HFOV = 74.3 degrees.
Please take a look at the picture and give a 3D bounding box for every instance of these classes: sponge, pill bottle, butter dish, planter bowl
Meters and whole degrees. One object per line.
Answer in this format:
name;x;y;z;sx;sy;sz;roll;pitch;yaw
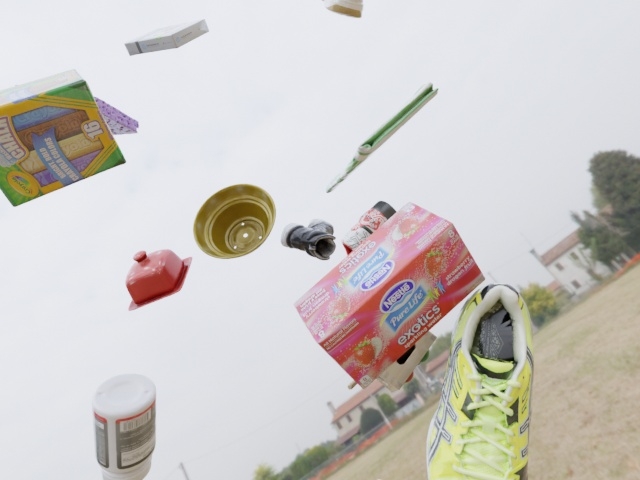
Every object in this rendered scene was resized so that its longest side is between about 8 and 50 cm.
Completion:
sponge;-0.475;-0.257;0.849;0.117;0.031;0.210;-1;-3;7
pill bottle;-0.546;0.534;1.186;0.161;0.161;0.284;-12;-60;-43
butter dish;-0.427;0.076;1.069;0.159;0.160;0.118;-22;-59;10
planter bowl;-0.204;-0.032;1.078;0.217;0.217;0.090;-33;-31;-5

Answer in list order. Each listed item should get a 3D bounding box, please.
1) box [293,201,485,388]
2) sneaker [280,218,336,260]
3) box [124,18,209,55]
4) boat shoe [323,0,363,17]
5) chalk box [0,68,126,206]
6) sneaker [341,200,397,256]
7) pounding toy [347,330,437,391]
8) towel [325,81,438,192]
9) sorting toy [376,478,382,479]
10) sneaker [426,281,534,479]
box;0.103;0.080;0.655;0.256;0.122;0.128;-41;-62;-3
sneaker;0.000;0.000;1.396;0.268;0.153;0.101;-9;-61;-56
box;-0.426;-0.563;1.173;0.145;0.186;0.038;-56;-38;-41
boat shoe;0.045;-0.537;0.872;0.098;0.277;0.096;4;-53;-16
chalk box;-0.428;-0.149;0.618;0.213;0.132;0.132;-29;-50;-22
sneaker;0.155;0.056;0.944;0.145;0.270;0.090;-42;23;-9
pounding toy;0.148;0.269;0.899;0.181;0.094;0.206;-49;-16;-15
towel;0.131;-0.237;1.032;0.248;0.038;0.325;-44;4;-13
sorting toy;0.070;0.596;0.823;0.347;0.047;0.196;-9;-66;-56
sneaker;0.223;0.238;0.598;0.145;0.385;0.147;2;-27;20
